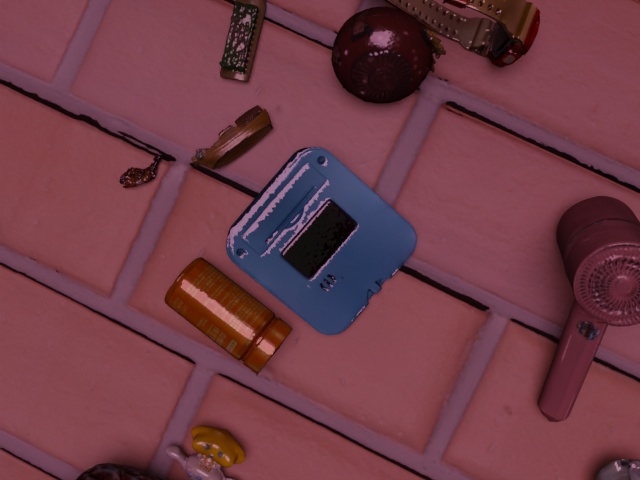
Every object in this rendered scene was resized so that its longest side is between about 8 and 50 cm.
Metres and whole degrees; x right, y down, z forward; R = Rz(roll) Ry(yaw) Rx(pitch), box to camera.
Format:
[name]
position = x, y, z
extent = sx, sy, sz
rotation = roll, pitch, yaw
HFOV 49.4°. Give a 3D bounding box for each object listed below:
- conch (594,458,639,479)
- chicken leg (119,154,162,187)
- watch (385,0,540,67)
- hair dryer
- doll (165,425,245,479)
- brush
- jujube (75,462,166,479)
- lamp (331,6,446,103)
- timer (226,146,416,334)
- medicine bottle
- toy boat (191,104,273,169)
[conch]
position = 0.498, 0.415, 1.069
extent = 0.116, 0.106, 0.173
rotation = -39, 72, 9
[chicken leg]
position = -0.296, -0.111, 1.160
extent = 0.083, 0.021, 0.036
rotation = -27, 78, 2
[watch]
position = 0.203, -0.358, 1.054
extent = 0.269, 0.165, 0.102
rotation = 21, 89, -23
[hair dryer]
position = 0.396, 0.122, 1.061
extent = 0.126, 0.210, 0.352
rotation = 15, 114, 5
[doll]
position = -0.187, 0.354, 1.130
extent = 0.135, 0.071, 0.113
rotation = 7, 107, 9
[brush]
position = -0.115, -0.404, 1.147
extent = 0.054, 0.048, 0.282
rotation = 13, 88, 3
[jujube]
position = -0.265, 0.473, 1.049
extent = 0.317, 0.226, 0.226
rotation = 24, 90, 1
[lamp]
position = 0.096, -0.295, 1.092
extent = 0.157, 0.156, 0.134
rotation = 24, 45, -25
[timer]
position = 0.000, 0.000, 1.130
extent = 0.250, 0.091, 0.232
rotation = 42, 90, -8
[medicine bottle]
position = -0.147, 0.119, 1.110
extent = 0.192, 0.096, 0.096
rotation = 38, 91, 3
[toy boat]
position = -0.145, -0.165, 1.142
extent = 0.149, 0.047, 0.049
rotation = -36, 73, -1
